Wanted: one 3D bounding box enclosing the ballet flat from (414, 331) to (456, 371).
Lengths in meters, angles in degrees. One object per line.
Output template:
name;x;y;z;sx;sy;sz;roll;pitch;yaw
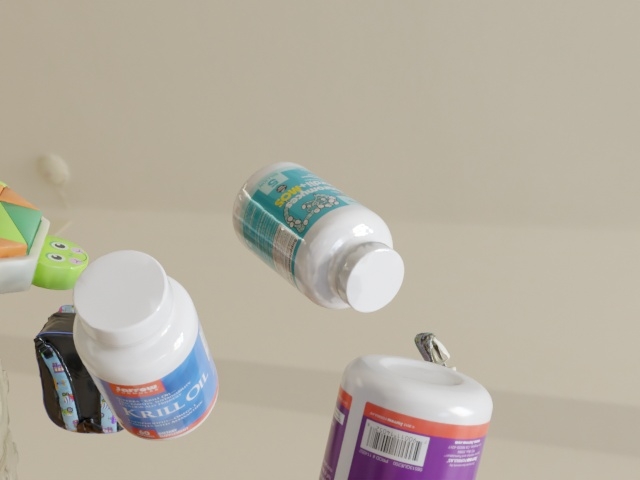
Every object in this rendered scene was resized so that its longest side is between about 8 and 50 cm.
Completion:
ballet flat;0.177;0.186;1.551;0.041;0.041;0.114;-20;-81;38

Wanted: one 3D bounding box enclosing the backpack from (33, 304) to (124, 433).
backpack;-0.335;0.195;1.562;0.158;0.117;0.173;0;-68;1

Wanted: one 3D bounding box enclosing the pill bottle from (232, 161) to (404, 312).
pill bottle;0.000;0.000;1.437;0.264;0.146;0.146;36;-38;47

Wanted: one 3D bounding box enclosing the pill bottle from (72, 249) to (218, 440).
pill bottle;-0.180;0.107;1.071;0.124;0.124;0.221;18;-30;17

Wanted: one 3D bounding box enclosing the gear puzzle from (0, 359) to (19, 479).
gear puzzle;-0.308;0.209;0.920;0.044;0.175;0.338;-1;-67;-2

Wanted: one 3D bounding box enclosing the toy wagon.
toy wagon;-0.390;-0.009;1.114;0.345;0.267;0.068;15;-70;-12

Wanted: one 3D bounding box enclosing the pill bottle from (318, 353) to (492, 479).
pill bottle;0.084;0.309;1.251;0.182;0.181;0.322;15;-83;20
